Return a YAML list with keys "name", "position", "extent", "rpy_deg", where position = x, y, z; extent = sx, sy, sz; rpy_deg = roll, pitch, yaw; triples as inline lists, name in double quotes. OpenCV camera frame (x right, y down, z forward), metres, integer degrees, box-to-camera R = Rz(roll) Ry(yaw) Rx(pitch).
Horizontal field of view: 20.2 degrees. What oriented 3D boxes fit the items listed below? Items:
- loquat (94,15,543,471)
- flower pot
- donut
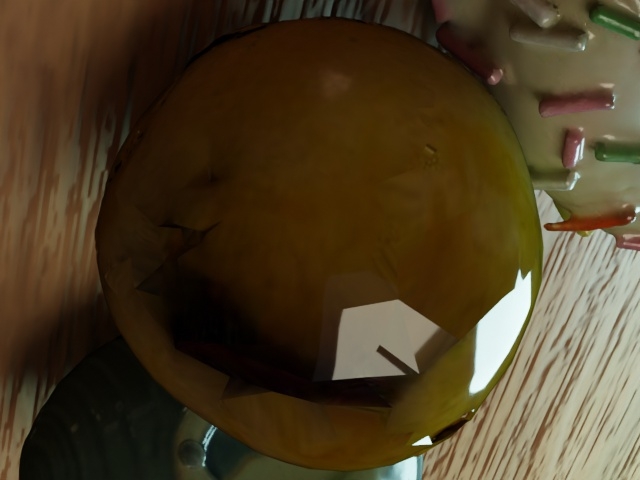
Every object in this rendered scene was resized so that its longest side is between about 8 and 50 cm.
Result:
- name: "loquat"
  position: [0.000, 0.000, 0.915]
  extent: [0.235, 0.235, 0.235]
  rpy_deg: [-15, 140, -13]
- name: "flower pot"
  position: [-0.053, 0.133, 1.059]
  extent: [0.243, 0.189, 0.157]
  rpy_deg: [-6, 167, -29]
- name: "donut"
  position: [0.249, -0.141, 0.964]
  extent: [0.382, 0.142, 0.382]
  rpy_deg: [-15, 139, -14]
